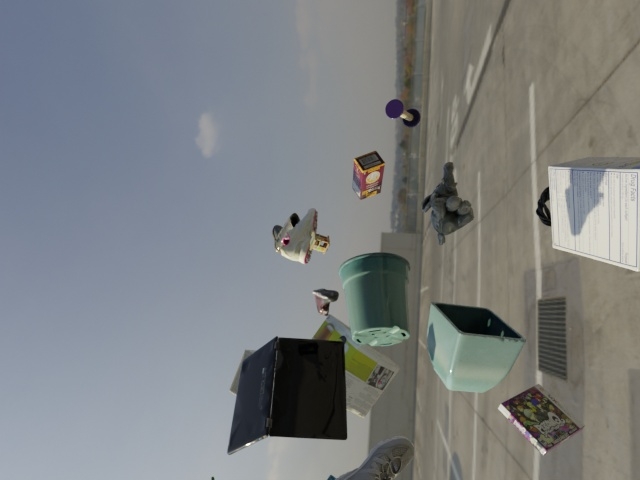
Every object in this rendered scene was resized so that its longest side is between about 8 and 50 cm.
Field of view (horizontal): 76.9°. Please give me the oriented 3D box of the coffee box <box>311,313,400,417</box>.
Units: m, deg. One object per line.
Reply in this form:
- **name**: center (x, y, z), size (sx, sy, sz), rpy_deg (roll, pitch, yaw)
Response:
- **coffee box**: center (0.138, 0.669, 2.165), size (0.338, 0.338, 0.334), rpy_deg (39, -94, -32)

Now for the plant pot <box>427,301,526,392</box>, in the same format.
- **plant pot**: center (0.524, 0.396, 1.447), size (0.248, 0.247, 0.252), rpy_deg (-117, 37, -72)

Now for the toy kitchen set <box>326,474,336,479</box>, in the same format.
- **toy kitchen set**: center (0.028, 1.000, 1.558), size (0.207, 0.122, 0.166), rpy_deg (-36, -45, -43)

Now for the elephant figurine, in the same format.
- **elephant figurine**: center (0.464, -0.144, 1.496), size (0.169, 0.186, 0.239), rpy_deg (51, -160, -29)

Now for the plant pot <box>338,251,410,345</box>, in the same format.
- **plant pot**: center (0.258, 0.279, 1.820), size (0.341, 0.341, 0.334), rpy_deg (74, -168, -57)

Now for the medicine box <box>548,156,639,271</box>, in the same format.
- **medicine box**: center (0.807, -0.089, 1.121), size (0.289, 0.149, 0.263), rpy_deg (-141, 38, -71)

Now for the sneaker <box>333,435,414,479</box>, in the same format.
- **sneaker**: center (0.159, 0.663, 1.113), size (0.105, 0.281, 0.115), rpy_deg (60, 163, -9)

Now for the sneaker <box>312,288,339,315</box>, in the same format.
- **sneaker**: center (0.045, 0.390, 2.470), size (0.281, 0.106, 0.162), rpy_deg (-178, 79, -70)

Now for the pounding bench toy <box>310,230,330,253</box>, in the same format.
- **pounding bench toy**: center (0.000, 0.000, 1.493), size (0.083, 0.065, 0.052), rpy_deg (-92, 23, -53)

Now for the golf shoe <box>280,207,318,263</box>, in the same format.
- **golf shoe**: center (-0.088, -0.036, 1.756), size (0.115, 0.140, 0.306), rpy_deg (92, -172, -45)

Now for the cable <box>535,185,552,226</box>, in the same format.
- **cable**: center (0.892, -0.138, 1.507), size (0.047, 0.151, 0.184), rpy_deg (3, -81, -79)

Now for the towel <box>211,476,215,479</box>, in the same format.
- **towel**: center (-0.388, 0.962, 1.472), size (0.113, 0.023, 0.152), rpy_deg (37, 126, 52)

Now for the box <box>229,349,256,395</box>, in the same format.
- **box**: center (-0.356, 0.716, 2.136), size (0.127, 0.149, 0.232), rpy_deg (33, -103, -58)

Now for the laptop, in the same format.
- **laptop**: center (-0.126, 0.594, 1.546), size (0.236, 0.408, 0.382), rpy_deg (32, -143, -26)

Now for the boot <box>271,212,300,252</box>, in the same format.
- **boot**: center (-0.171, -0.062, 1.979), size (0.208, 0.076, 0.189), rpy_deg (118, 147, -42)

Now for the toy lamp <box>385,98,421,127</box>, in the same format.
- **toy lamp**: center (0.336, -0.493, 1.587), size (0.275, 0.080, 0.080), rpy_deg (-16, -71, -60)

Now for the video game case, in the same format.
- **video game case**: center (0.848, 0.680, 1.553), size (0.210, 0.232, 0.041), rpy_deg (48, 142, 47)

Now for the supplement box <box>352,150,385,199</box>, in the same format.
- **supplement box**: center (0.198, -0.268, 1.680), size (0.188, 0.104, 0.080), rpy_deg (86, 159, -57)
